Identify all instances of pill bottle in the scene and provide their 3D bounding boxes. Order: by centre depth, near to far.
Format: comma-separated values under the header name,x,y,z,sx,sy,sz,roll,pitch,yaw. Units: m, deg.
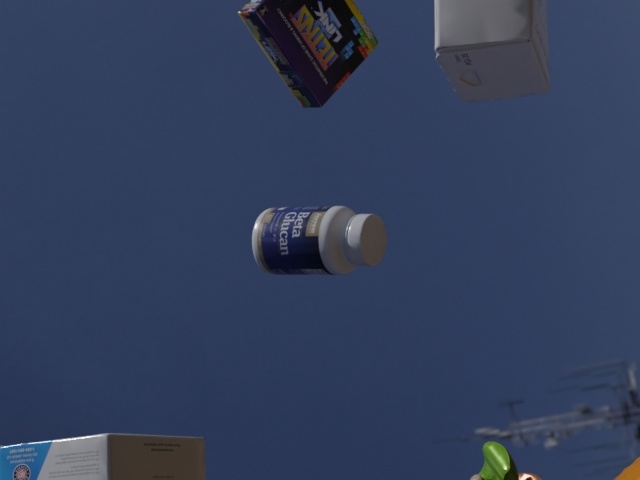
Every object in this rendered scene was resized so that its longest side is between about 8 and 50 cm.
name,x,y,z,sx,sy,sz,roll,pitch,yaw
pill bottle,0.000,0.000,1.637,0.094,0.169,0.094,2,-93,-57

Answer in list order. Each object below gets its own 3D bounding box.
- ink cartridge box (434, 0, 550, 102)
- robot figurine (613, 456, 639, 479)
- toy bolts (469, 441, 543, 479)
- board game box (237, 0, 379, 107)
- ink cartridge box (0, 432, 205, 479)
name,x,y,z,sx,sy,sz,roll,pitch,yaw
ink cartridge box,0.212,-0.333,1.481,0.207,0.117,0.283,34,-125,-70
robot figurine,0.279,0.178,0.815,0.085,0.291,0.211,38,-161,-11
toy bolts,0.197,0.389,1.393,0.158,0.228,0.218,42,-171,-27
board game box,-0.013,-0.289,1.648,0.141,0.048,0.170,-51,-57,-24
ink cartridge box,-0.239,0.339,1.347,0.168,0.171,0.232,16,-113,-56
